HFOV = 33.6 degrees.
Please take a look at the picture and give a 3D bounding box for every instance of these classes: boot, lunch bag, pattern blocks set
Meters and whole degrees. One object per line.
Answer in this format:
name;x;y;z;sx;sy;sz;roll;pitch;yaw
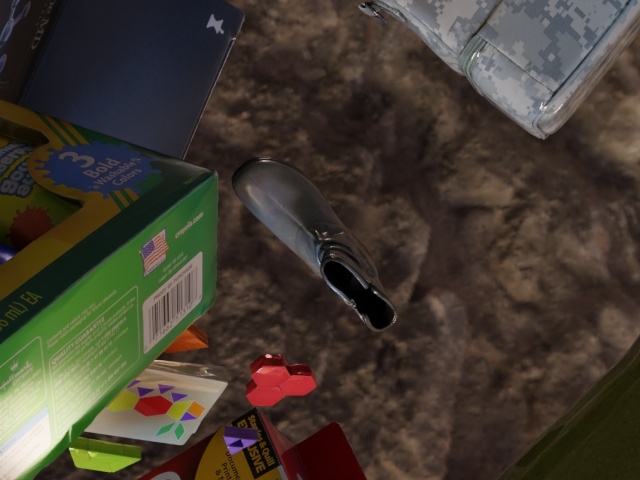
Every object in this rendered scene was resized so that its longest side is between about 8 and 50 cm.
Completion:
boot;0.000;0.000;1.311;0.246;0.083;0.161;42;-173;-21
lunch bag;0.215;-0.292;1.057;0.256;0.305;0.212;39;-170;11
pattern blocks set;-0.200;0.173;1.170;0.324;0.285;0.026;21;-140;-31

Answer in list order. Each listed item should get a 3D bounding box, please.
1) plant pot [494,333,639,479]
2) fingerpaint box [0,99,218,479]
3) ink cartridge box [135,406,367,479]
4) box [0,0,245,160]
plant pot;0.174;0.221;0.456;0.366;0.366;0.353;20;-79;-52
fingerpaint box;-0.355;0.043;0.870;0.445;0.371;0.163;-45;-33;-49
ink cartridge box;-0.058;0.376;1.293;0.309;0.271;0.130;60;-177;41
box;-0.317;-0.200;1.330;0.212;0.395;0.294;25;-94;-34
